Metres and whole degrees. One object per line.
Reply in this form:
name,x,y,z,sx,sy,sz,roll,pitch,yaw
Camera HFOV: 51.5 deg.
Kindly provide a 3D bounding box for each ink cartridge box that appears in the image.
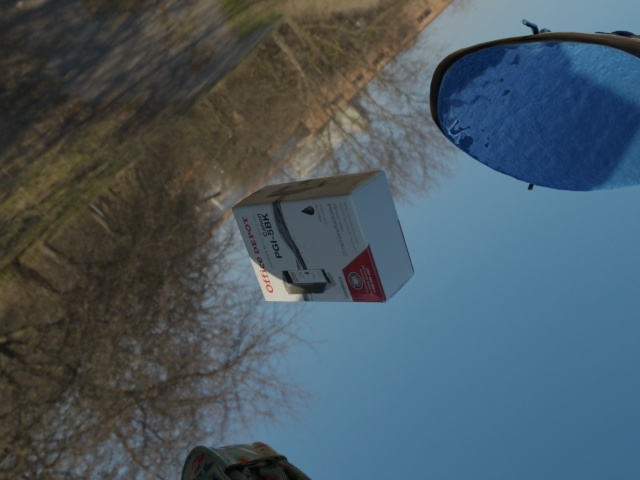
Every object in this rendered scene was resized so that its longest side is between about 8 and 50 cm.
ink cartridge box,0.000,0.000,0.574,0.135,0.099,0.056,-4,-158,39

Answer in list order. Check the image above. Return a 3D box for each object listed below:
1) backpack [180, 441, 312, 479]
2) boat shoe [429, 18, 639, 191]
backpack,-0.100,0.361,0.778,0.253,0.191,0.225,20,-77,62
boat shoe,0.190,-0.081,0.428,0.089,0.258,0.109,-101,-160,-60
